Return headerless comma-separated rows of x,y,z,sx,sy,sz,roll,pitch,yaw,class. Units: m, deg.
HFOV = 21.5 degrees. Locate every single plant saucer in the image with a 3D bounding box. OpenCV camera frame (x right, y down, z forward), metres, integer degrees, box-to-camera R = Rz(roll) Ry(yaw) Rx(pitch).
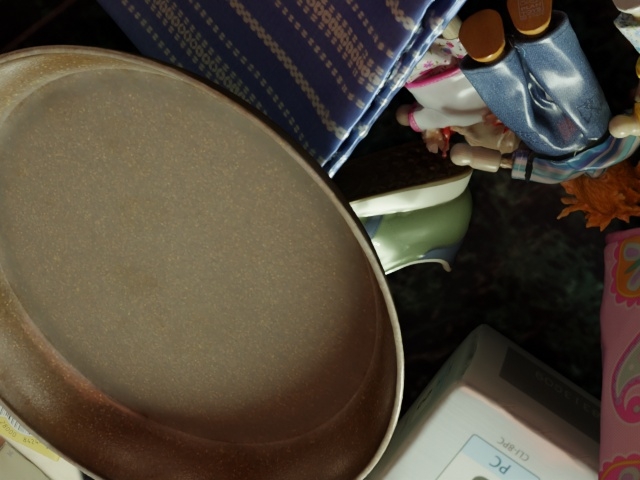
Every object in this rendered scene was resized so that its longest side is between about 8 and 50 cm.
-0.090,0.023,0.938,0.311,0.050,0.310,14,128,19,plant saucer

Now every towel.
-0.001,-0.205,0.892,0.243,0.040,0.336,50,121,25,towel

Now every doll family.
0.158,-0.080,0.910,0.263,0.118,0.163,-20,139,22,doll family

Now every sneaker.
0.000,0.000,1.011,0.192,0.064,0.086,-10,126,-8,sneaker

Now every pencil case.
0.208,0.128,0.945,0.124,0.124,0.284,5,79,12,pencil case

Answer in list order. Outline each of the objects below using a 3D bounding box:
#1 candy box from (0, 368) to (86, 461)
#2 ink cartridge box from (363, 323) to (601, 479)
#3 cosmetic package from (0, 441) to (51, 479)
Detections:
-0.226,0.058,1.096,0.187,0.109,0.053,25,119,2,candy box
0.123,0.286,1.123,0.308,0.091,0.385,34,117,-2,ink cartridge box
-0.242,0.203,1.206,0.060,0.041,0.115,41,118,-6,cosmetic package
